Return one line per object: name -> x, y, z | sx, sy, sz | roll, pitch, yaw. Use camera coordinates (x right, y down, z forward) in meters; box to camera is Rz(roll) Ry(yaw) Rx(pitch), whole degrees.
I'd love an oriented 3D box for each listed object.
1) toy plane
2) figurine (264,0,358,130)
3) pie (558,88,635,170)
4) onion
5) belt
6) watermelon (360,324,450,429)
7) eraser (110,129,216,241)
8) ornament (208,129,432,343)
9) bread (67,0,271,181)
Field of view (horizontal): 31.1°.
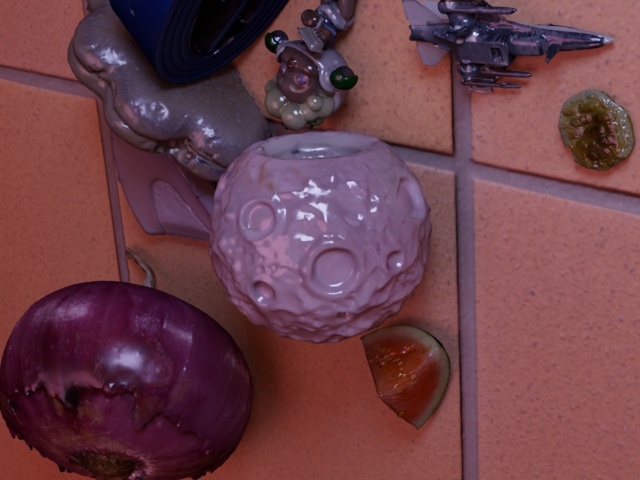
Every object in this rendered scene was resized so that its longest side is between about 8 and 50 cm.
toy plane -> 0.175, -0.202, 1.164 | 0.234, 0.082, 0.160 | 22, 149, 38
figurine -> -0.008, -0.219, 1.328 | 0.147, 0.093, 0.197 | 34, 128, 36
pie -> 0.274, -0.110, 1.148 | 0.084, 0.020, 0.084 | 21, 122, 37
onion -> -0.264, 0.186, 1.628 | 0.358, 0.358, 0.345 | 14, 75, 41
belt -> -0.119, -0.324, 1.306 | 0.117, 0.212, 0.347 | 56, 141, 13
watermelon -> 0.103, 0.176, 1.398 | 0.125, 0.094, 0.135 | -2, 111, 37
eraser -> -0.212, -0.100, 1.586 | 0.204, 0.059, 0.243 | 11, 132, 43
ornament -> 0.000, 0.000, 1.298 | 0.259, 0.259, 0.225 | 14, 114, 41
bread -> -0.216, -0.211, 1.482 | 0.337, 0.183, 0.102 | 54, 140, 16
